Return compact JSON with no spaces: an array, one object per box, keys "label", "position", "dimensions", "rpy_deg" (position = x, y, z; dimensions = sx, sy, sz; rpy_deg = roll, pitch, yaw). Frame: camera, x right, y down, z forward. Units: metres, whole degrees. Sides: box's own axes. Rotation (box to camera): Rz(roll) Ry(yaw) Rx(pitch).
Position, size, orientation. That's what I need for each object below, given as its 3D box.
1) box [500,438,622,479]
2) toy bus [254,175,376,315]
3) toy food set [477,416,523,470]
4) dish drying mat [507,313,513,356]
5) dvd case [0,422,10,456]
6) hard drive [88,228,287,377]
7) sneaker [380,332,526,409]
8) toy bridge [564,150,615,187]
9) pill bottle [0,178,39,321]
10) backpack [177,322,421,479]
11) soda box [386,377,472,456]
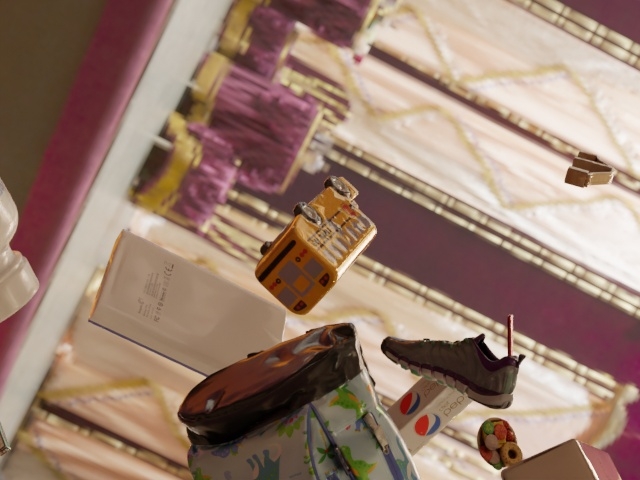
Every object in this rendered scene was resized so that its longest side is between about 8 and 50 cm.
[{"label":"box","position":[0.381,0.391,1.791],"dimensions":[0.121,0.148,0.311],"rpy_deg":[-28,159,13]},{"label":"toy bus","position":[0.000,0.000,1.986],"dimensions":[0.108,0.130,0.333],"rpy_deg":[-49,179,23]},{"label":"toy food set","position":[0.281,0.320,1.906],"dimensions":[0.020,0.082,0.083],"rpy_deg":[-27,-113,56]},{"label":"dish drying mat","position":[0.293,0.156,1.863],"dimensions":[0.032,0.008,0.083],"rpy_deg":[1,88,-75]},{"label":"dvd case","position":[-0.461,0.274,1.560],"dimensions":[0.119,0.013,0.087],"rpy_deg":[-39,-132,2]},{"label":"hard drive","position":[-0.211,0.124,1.997],"dimensions":[0.040,0.318,0.210],"rpy_deg":[-52,-162,34]},{"label":"sneaker","position":[0.202,0.172,1.833],"dimensions":[0.083,0.223,0.098],"rpy_deg":[4,107,-66]},{"label":"toy bridge","position":[0.405,-0.104,1.796],"dimensions":[0.188,0.063,0.026],"rpy_deg":[-34,139,-69]},{"label":"pill bottle","position":[-0.553,-0.068,1.612],"dimensions":[0.229,0.408,0.229],"rpy_deg":[-23,-159,9]},{"label":"backpack","position":[-0.005,0.328,1.537],"dimensions":[0.290,0.355,0.273],"rpy_deg":[-22,-161,36]},{"label":"soda box","position":[0.211,0.295,2.224],"dimensions":[0.216,0.074,0.069],"rpy_deg":[-45,-147,10]}]
